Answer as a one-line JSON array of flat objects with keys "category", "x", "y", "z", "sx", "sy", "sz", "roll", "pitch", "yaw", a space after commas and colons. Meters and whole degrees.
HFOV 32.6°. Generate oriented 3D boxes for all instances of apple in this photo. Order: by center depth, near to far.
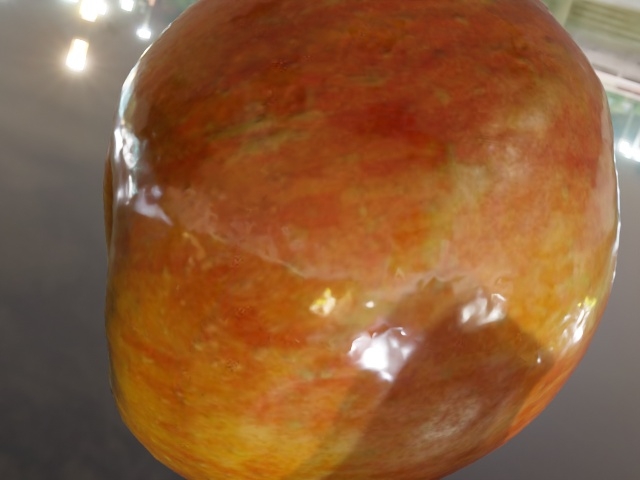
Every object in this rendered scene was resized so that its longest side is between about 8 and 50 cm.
[{"category": "apple", "x": 0.000, "y": 0.000, "z": 0.586, "sx": 0.301, "sy": 0.302, "sz": 0.301, "roll": 17, "pitch": -169, "yaw": -3}]
